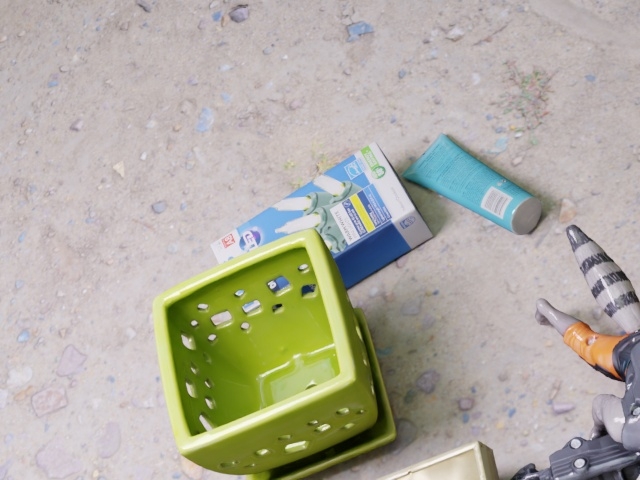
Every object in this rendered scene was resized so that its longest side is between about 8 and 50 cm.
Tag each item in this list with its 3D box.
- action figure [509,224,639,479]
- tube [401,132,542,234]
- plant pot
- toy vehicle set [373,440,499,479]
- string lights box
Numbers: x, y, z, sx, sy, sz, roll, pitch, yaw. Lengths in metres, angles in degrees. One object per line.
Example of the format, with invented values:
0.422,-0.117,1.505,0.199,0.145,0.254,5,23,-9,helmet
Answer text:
0.316,0.157,1.478,0.341,0.178,0.330,-26,43,9,action figure
0.194,-0.072,1.766,0.080,0.052,0.207,-44,45,-11,tube
-0.043,0.158,1.633,0.228,0.207,0.227,-24,52,12,plant pot
0.084,0.344,1.526,0.267,0.035,0.166,-25,52,24,toy vehicle set
0.000,0.000,1.796,0.260,0.077,0.133,-32,52,5,string lights box
